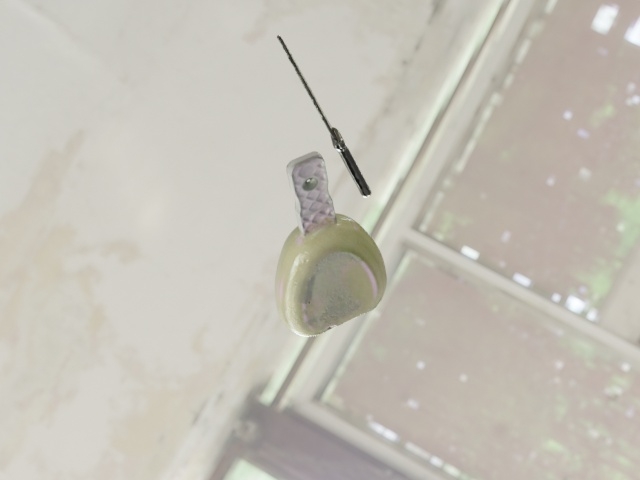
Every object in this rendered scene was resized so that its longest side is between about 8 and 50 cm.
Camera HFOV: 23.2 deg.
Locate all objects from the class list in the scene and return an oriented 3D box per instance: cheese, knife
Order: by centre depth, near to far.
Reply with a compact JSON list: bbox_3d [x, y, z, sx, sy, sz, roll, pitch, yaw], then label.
[{"bbox_3d":[0.000,0.000,1.237,0.097,0.037,0.192,-24,-40,-9],"label":"cheese"},{"bbox_3d":[0.004,-0.097,1.256,0.010,0.023,0.170,-27,-58,6],"label":"knife"}]
